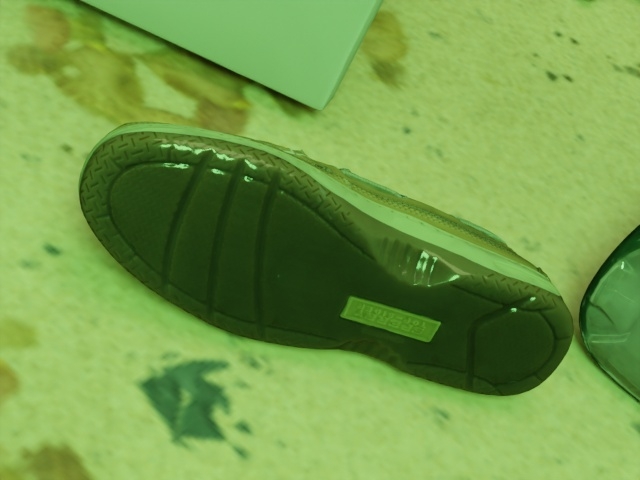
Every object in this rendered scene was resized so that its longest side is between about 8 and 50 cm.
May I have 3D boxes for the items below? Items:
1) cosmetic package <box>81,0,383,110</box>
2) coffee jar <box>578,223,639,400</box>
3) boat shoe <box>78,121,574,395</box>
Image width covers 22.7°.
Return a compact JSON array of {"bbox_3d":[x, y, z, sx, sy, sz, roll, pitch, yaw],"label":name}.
[{"bbox_3d":[-0.118,-0.228,0.676,0.365,0.155,0.197,22,37,-7],"label":"cosmetic package"},{"bbox_3d":[0.186,0.004,0.669,0.096,0.079,0.184,37,39,10],"label":"coffee jar"},{"bbox_3d":[0.000,0.000,0.580,0.190,0.068,0.072,24,25,-22],"label":"boat shoe"}]
